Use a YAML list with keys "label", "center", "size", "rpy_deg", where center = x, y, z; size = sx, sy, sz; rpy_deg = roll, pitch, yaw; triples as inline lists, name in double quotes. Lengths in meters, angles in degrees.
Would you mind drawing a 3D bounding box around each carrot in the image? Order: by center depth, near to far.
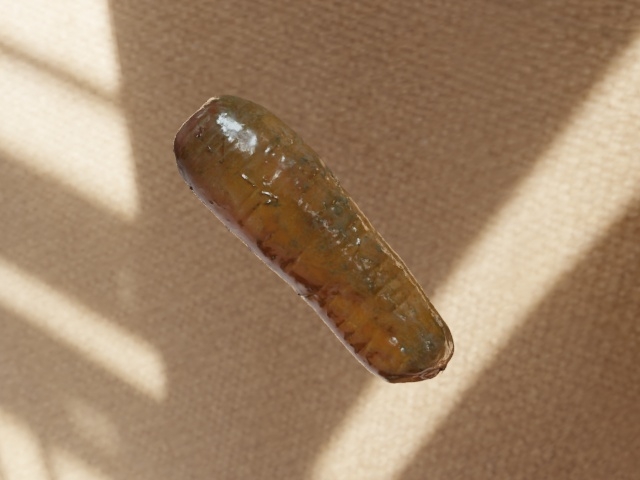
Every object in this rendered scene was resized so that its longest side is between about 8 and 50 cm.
- label: "carrot"
  center: [0.000, 0.000, 0.703]
  size: [0.186, 0.060, 0.060]
  rpy_deg: [46, 125, 0]
